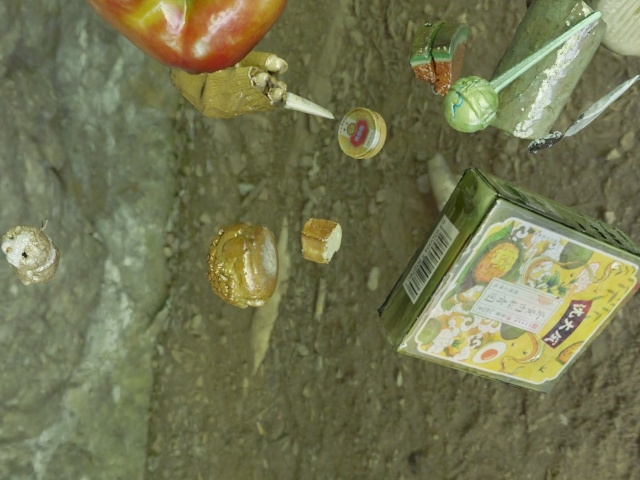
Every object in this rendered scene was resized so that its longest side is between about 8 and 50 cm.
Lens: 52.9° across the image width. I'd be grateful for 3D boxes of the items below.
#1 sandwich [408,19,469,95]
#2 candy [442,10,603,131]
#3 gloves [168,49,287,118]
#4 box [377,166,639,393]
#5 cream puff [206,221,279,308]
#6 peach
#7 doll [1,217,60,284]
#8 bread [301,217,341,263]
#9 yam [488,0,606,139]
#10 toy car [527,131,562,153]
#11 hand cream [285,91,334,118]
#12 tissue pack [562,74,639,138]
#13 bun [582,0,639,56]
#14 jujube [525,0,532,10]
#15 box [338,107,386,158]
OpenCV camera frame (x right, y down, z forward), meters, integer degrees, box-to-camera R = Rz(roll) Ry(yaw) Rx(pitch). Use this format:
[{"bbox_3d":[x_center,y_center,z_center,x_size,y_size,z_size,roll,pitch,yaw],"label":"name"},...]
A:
[{"bbox_3d":[0.333,-0.506,1.771,0.109,0.292,0.212,5,103,24],"label":"sandwich"},{"bbox_3d":[0.359,-0.306,1.129,0.092,0.336,0.093,56,179,-26],"label":"candy"},{"bbox_3d":[-0.214,-0.382,1.562,0.356,0.203,0.155,20,137,41],"label":"gloves"},{"bbox_3d":[0.384,0.096,1.294,0.373,0.420,0.138,-61,23,23],"label":"box"},{"bbox_3d":[-0.125,0.038,1.010,0.144,0.103,0.126,-80,-23,-43],"label":"cream puff"},{"bbox_3d":[-0.198,-0.455,0.894,0.310,0.335,0.405,82,179,-72],"label":"peach"},{"bbox_3d":[-0.636,0.044,1.426,0.105,0.115,0.221,42,145,12],"label":"doll"},{"bbox_3d":[0.000,-0.002,1.380,0.083,0.070,0.076,90,-155,-44],"label":"bread"},{"bbox_3d":[0.426,-0.334,1.250,0.268,0.161,0.161,-65,30,20],"label":"yam"},{"bbox_3d":[0.495,-0.219,1.418,0.025,0.093,0.041,59,149,17],"label":"toy car"},{"bbox_3d":[-0.033,-0.333,1.596,0.039,0.143,0.061,-68,28,21],"label":"hand cream"},{"bbox_3d":[0.646,-0.309,1.488,0.026,0.193,0.122,53,176,9],"label":"tissue pack"},{"bbox_3d":[0.768,-0.588,1.443,0.365,0.365,0.219,129,151,-54],"label":"bun"},{"bbox_3d":[0.703,-0.662,1.697,0.317,0.226,0.226,-32,53,25],"label":"jujube"},{"bbox_3d":[0.086,-0.222,1.334,0.106,0.037,0.105,-4,84,42],"label":"box"}]
